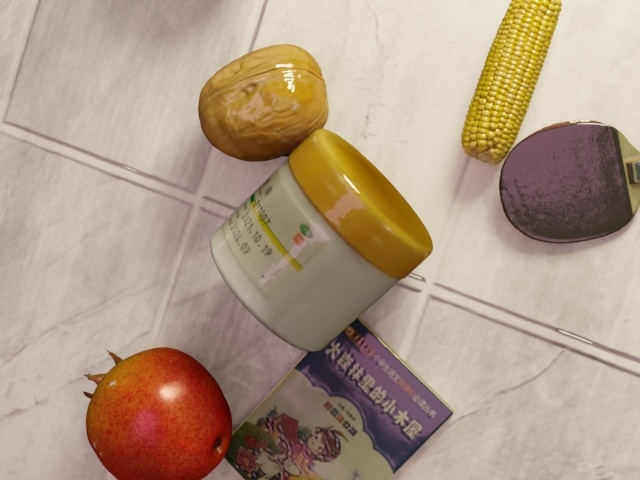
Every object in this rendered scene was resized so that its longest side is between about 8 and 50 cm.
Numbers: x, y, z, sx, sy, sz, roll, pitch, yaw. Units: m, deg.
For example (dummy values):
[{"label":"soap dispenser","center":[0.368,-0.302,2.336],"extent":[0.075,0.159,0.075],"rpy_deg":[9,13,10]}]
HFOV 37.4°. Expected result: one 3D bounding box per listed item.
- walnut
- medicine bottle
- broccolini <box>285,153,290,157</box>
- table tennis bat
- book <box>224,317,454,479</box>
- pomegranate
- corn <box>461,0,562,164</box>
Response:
[{"label":"walnut","center":[-0.084,-0.202,1.413],"extent":[0.197,0.165,0.165],"rpy_deg":[-28,82,15]},{"label":"medicine bottle","center":[0.000,0.000,1.344],"extent":[0.232,0.238,0.238],"rpy_deg":[-42,79,14]},{"label":"broccolini","center":[-0.028,-0.122,1.467],"extent":[0.140,0.030,0.035],"rpy_deg":[19,132,21]},{"label":"table tennis bat","center":[0.400,-0.091,1.319],"extent":[0.301,0.022,0.173],"rpy_deg":[-12,99,14]},{"label":"book","center":[0.017,0.294,1.457],"extent":[0.228,0.018,0.322],"rpy_deg":[44,102,12]},{"label":"pomegranate","center":[-0.258,0.268,1.444],"extent":[0.256,0.221,0.221],"rpy_deg":[29,99,31]},{"label":"corn","center":[0.267,-0.231,1.341],"extent":[0.081,0.081,0.248],"rpy_deg":[21,98,16]}]
